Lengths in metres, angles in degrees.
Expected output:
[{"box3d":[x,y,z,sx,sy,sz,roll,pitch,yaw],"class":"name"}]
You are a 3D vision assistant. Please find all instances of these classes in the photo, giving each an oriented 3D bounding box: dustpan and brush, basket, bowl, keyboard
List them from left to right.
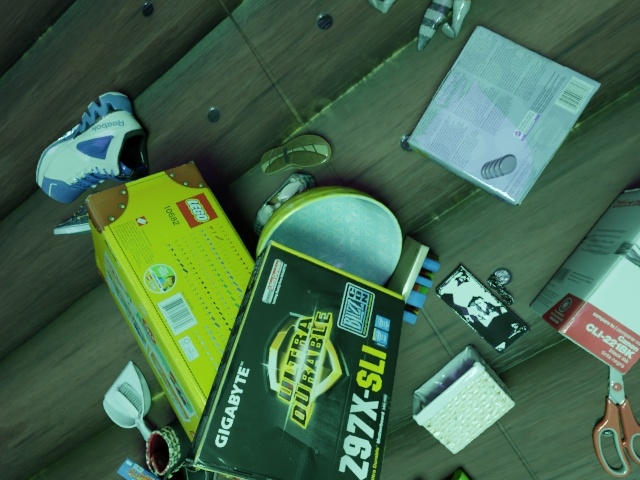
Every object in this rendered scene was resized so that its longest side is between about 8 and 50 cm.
[{"box3d":[-0.466,0.431,1.033,0.211,0.060,0.147,41,101,11],"class":"dustpan and brush"},{"box3d":[0.000,0.000,0.825,0.289,0.289,0.156,-45,37,12],"class":"bowl"},{"box3d":[0.274,0.307,0.797,0.103,0.113,0.167,46,102,6],"class":"basket"},{"box3d":[0.332,0.128,0.822,0.180,0.023,0.108,44,108,10],"class":"keyboard"}]

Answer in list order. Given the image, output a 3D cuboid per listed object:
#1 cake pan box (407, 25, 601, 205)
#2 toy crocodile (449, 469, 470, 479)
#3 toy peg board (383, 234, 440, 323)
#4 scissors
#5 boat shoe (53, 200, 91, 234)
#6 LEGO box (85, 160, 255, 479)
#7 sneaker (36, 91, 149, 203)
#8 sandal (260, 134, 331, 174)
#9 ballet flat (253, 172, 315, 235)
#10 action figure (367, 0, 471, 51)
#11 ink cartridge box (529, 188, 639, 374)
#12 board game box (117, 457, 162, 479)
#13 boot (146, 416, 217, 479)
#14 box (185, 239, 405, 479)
[{"box3d":[0.340,-0.239,0.787,0.245,0.070,0.267,32,100,11],"class":"cake pan box"},{"box3d":[0.191,0.606,0.840,0.115,0.105,0.341,35,105,12],"class":"toy crocodile"},{"box3d":[0.185,0.085,0.799,0.079,0.160,0.161,21,97,-1],"class":"toy peg board"},{"box3d":[0.543,0.292,0.765,0.109,0.021,0.297,-17,88,17],"class":"scissors"},{"box3d":[-0.606,-0.064,1.064,0.183,0.065,0.083,-9,87,9],"class":"boat shoe"},{"box3d":[-0.232,0.169,0.795,0.500,0.193,0.372,58,148,7],"class":"LEGO box"},{"box3d":[-0.539,-0.189,1.005,0.315,0.127,0.182,-45,78,11],"class":"sneaker"},{"box3d":[-0.052,-0.185,0.913,0.180,0.049,0.072,-10,83,30],"class":"sandal"},{"box3d":[-0.093,-0.083,0.914,0.070,0.070,0.188,46,102,10],"class":"ballet flat"},{"box3d":[0.237,-0.566,0.793,0.341,0.178,0.330,40,95,39],"class":"action figure"},{"box3d":[0.502,0.054,0.681,0.114,0.197,0.273,35,101,11],"class":"ink cartridge box"},{"box3d":[-0.380,0.578,0.958,0.136,0.201,0.035,24,54,13],"class":"board game box"},{"box3d":[-0.315,0.502,0.931,0.085,0.178,0.236,-2,90,15],"class":"boot"},{"box3d":[-0.016,0.194,0.619,0.257,0.079,0.322,25,59,-15],"class":"box"}]
